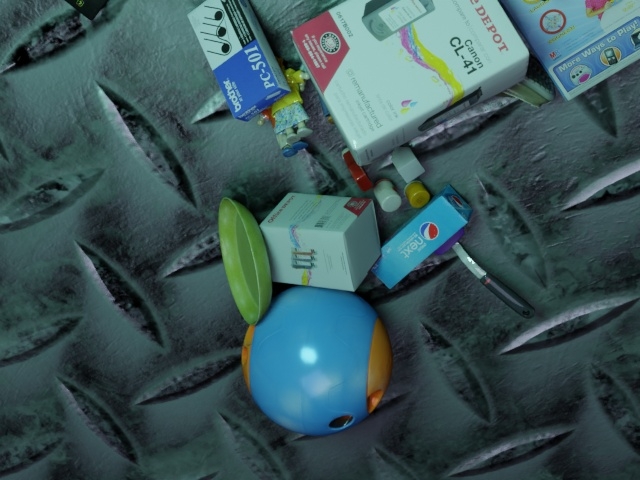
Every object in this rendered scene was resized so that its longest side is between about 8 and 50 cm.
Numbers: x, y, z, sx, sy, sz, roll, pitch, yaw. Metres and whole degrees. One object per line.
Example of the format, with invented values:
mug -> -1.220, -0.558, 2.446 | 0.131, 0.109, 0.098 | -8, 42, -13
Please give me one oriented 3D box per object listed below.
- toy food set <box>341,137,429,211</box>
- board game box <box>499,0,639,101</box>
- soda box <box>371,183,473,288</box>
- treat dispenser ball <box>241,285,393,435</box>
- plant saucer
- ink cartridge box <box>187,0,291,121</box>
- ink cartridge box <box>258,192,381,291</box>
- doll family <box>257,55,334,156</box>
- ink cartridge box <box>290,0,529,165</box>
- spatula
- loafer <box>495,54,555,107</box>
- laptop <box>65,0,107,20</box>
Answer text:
toy food set -> 0.105, -0.149, 1.893 | 0.111, 0.104, 0.232 | -34, 134, 9
board game box -> 0.444, -0.427, 1.674 | 0.308, 0.086, 0.302 | -30, 116, 21
soda box -> 0.182, -0.006, 1.965 | 0.071, 0.067, 0.210 | 45, 119, -3
treat dispenser ball -> -0.006, 0.225, 2.007 | 0.288, 0.288, 0.288 | 2, 123, 3
plant saucer -> -0.135, 0.035, 1.943 | 0.037, 0.241, 0.241 | -12, 125, -18
ink cartridge box -> -0.135, -0.309, 1.740 | 0.097, 0.046, 0.207 | -32, 73, 22
ink cartridge box -> 0.000, 0.000, 1.926 | 0.176, 0.128, 0.127 | 7, 125, 28
doll family -> -0.014, -0.267, 1.773 | 0.262, 0.118, 0.163 | -25, 74, 18
ink cartridge box -> 0.138, -0.291, 1.657 | 0.306, 0.131, 0.226 | -29, 80, 3
spatula -> 0.293, 0.050, 2.007 | 0.296, 0.030, 0.084 | 42, 118, -2
loafer -> 0.277, -0.287, 1.783 | 0.251, 0.094, 0.087 | 26, 127, -2
laptop -> -0.417, -0.489, 1.664 | 0.264, 0.137, 0.234 | 38, 118, -19
